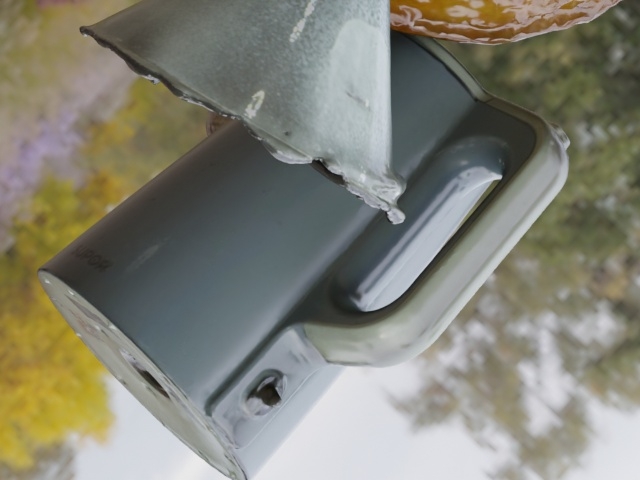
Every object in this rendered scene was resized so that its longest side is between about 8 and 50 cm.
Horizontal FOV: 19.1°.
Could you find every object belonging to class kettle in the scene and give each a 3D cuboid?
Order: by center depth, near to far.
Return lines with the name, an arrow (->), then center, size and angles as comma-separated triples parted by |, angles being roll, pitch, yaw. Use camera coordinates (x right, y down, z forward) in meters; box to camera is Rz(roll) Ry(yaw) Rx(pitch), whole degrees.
kettle -> 0.000, 0.000, 1.023 | 0.243, 0.160, 0.210 | -44, -147, -13

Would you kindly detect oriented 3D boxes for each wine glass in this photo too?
wine glass -> 0.024, -0.143, 0.766 | 0.232, 0.156, 0.156 | -60, -173, 3

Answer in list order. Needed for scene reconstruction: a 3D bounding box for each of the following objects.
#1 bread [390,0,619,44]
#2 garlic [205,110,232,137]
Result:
bread -> 0.067, -0.253, 0.991 | 0.312, 0.312, 0.172 | -50, 172, -15
garlic -> -0.016, -0.069, 1.364 | 0.102, 0.147, 0.159 | 5, -111, 63
